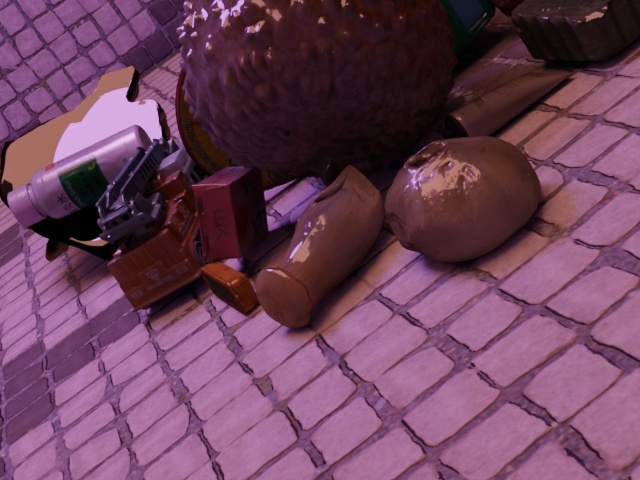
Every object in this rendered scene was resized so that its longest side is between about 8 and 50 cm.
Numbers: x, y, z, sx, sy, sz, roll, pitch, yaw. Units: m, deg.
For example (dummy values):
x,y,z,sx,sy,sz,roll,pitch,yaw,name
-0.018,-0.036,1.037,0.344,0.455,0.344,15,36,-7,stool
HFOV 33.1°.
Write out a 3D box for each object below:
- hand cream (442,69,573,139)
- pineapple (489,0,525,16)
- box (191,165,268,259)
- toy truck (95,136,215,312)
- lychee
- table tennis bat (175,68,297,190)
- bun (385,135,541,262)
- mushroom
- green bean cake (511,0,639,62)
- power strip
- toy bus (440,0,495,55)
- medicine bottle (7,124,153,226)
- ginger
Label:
x,y,z,sx,sy,sz,roll,pitch,yaw,name
0.238,-0.179,1.422,0.186,0.054,0.087,-33,23,-16,hand cream
0.396,-0.437,1.609,0.170,0.141,0.310,6,-16,-42,pineapple
-0.124,-0.041,1.522,0.060,0.111,0.156,-2,16,16,box
-0.242,-0.049,1.667,0.133,0.184,0.338,-28,21,17,toy truck
-0.007,-0.271,1.484,0.380,0.432,0.380,-12,-16,-3,lychee
-0.064,-0.273,1.696,0.415,0.268,0.051,-61,12,0,table tennis bat
0.147,-0.055,1.186,0.173,0.113,0.167,-24,23,20,bun
0.010,-0.001,1.310,0.108,0.096,0.247,8,43,25,mushroom
0.376,-0.317,1.445,0.183,0.094,0.185,-39,21,-13,green bean cake
-0.127,0.058,1.449,0.028,0.049,0.178,-34,20,-15,power strip
0.148,-0.396,1.814,0.199,0.184,0.343,-38,17,-5,toy bus
-0.408,-0.107,1.854,0.260,0.095,0.095,-23,22,7,medicine bottle
-0.401,-0.115,2.033,0.358,0.211,0.413,-43,58,-6,ginger
